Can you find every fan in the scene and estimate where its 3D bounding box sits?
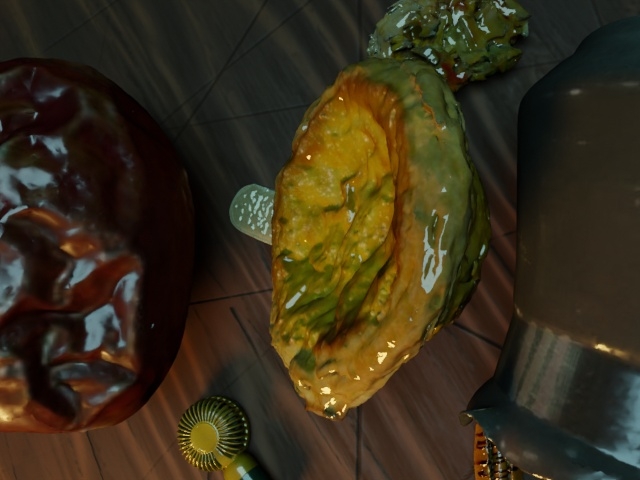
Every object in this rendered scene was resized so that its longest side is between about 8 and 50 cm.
[{"bbox_3d":[-0.100,0.247,0.669,0.082,0.039,0.155,-45,75,4],"label":"fan"}]

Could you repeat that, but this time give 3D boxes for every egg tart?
[{"bbox_3d":[0.051,-0.007,0.565,0.129,0.341,0.341,13,84,-29],"label":"egg tart"}]

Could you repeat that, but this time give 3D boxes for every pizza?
[{"bbox_3d":[0.116,-0.212,0.665,0.226,0.069,0.147,-35,78,7],"label":"pizza"}]

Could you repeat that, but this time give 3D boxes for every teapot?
[{"bbox_3d":[0.314,0.045,0.491,0.376,0.305,0.361,16,96,-11],"label":"teapot"}]

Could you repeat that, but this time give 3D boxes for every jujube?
[{"bbox_3d":[-0.274,0.004,0.624,0.277,0.276,0.376,1,89,14],"label":"jujube"}]

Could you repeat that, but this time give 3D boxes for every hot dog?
[{"bbox_3d":[0.181,0.216,0.605,0.049,0.037,0.122,-5,83,10],"label":"hot dog"}]

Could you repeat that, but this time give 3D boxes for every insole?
[{"bbox_3d":[0.000,0.000,0.693,0.248,0.011,0.081,25,89,16],"label":"insole"}]
